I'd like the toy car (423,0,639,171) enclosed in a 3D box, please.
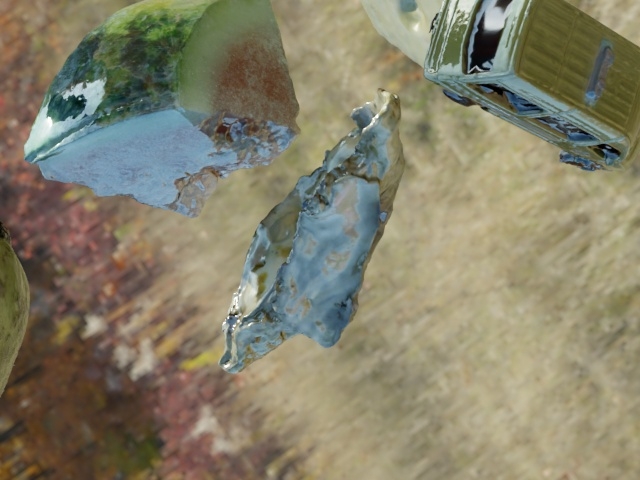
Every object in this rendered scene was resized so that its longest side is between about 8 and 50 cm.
[{"bbox_3d":[0.208,-0.132,1.194,0.257,0.101,0.124,21,175,-39],"label":"toy car"}]

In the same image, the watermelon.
[{"bbox_3d":[-0.156,-0.148,1.537,0.193,0.310,0.231,-31,100,42],"label":"watermelon"}]

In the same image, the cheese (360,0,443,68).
[{"bbox_3d":[0.111,-0.323,1.478,0.326,0.115,0.318,58,163,0],"label":"cheese"}]

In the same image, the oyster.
[{"bbox_3d":[0.004,0.002,1.436,0.110,0.341,0.166,20,-167,-15],"label":"oyster"}]

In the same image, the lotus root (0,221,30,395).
[{"bbox_3d":[-0.344,0.115,1.184,0.173,0.309,0.173,22,166,6],"label":"lotus root"}]
